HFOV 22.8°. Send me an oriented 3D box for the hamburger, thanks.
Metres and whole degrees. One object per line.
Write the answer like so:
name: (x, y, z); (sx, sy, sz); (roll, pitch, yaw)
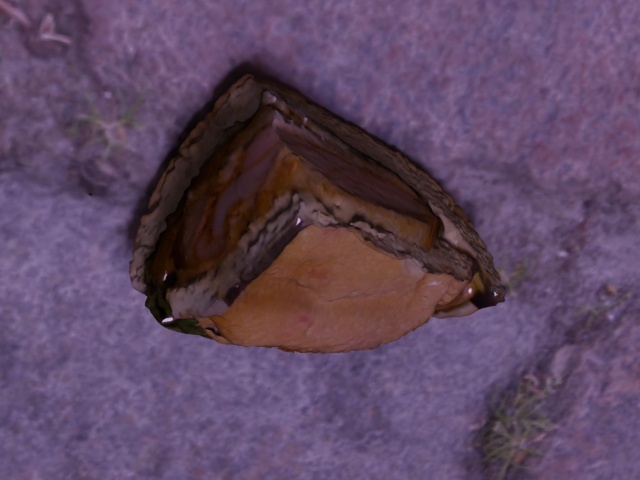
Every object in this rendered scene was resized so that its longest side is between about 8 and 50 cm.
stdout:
hamburger: (0.000, 0.000, 0.986); (0.207, 0.135, 0.155); (13, 134, -40)
